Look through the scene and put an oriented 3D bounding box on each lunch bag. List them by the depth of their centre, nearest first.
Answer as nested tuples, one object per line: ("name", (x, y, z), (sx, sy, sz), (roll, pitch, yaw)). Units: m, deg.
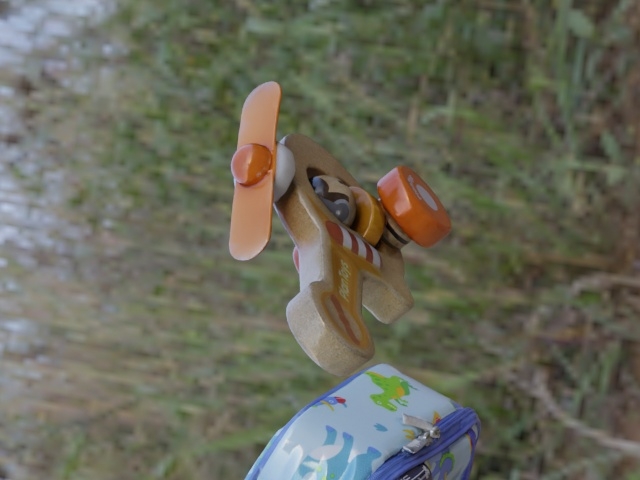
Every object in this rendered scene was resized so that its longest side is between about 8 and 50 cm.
("lunch bag", (0.007, 0.186, 1.132), (0.176, 0.090, 0.219), (-21, -43, -63))

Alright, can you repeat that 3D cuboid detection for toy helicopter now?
("toy helicopter", (0.000, 0.000, 1.753), (0.235, 0.140, 0.355), (46, -162, -20))
